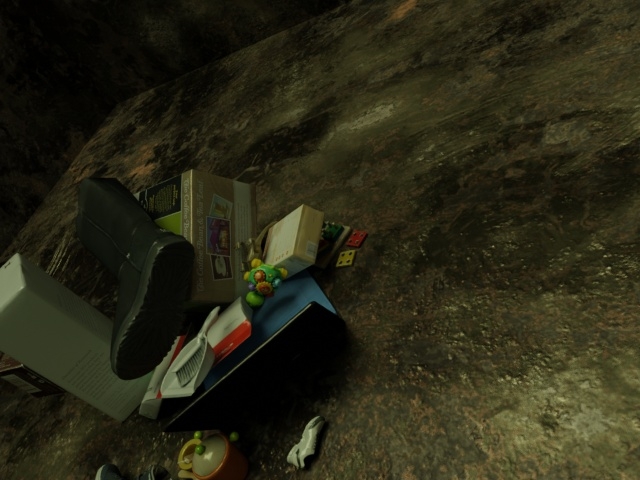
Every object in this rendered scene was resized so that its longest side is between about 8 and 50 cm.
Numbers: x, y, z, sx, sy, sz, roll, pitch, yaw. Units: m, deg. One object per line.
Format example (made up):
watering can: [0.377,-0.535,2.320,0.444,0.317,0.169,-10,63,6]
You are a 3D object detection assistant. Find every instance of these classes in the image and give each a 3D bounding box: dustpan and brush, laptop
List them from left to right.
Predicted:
dustpan and brush: [-0.262,0.231,1.264,0.147,0.060,0.211,-20,25,47]
laptop: [-0.169,0.214,1.337,0.382,0.408,0.236,-41,69,1]

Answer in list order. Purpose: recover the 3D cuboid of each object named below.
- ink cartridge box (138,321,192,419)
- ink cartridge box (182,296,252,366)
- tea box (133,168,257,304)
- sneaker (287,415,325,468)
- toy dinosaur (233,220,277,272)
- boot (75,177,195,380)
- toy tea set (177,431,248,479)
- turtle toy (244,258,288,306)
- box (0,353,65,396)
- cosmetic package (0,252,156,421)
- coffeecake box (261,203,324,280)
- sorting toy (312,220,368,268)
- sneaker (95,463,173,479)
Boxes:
ink cartridge box: [-0.387,0.319,1.472,0.225,0.056,0.181,117,170,-50]
ink cartridge box: [-0.240,0.226,1.355,0.189,0.066,0.232,-41,4,0]
tea box: [-0.350,0.023,1.587,0.323,0.220,0.329,-13,74,42]
sneaker: [-0.019,0.398,1.166,0.043,0.040,0.109,22,71,34]
toy dinosaur: [-0.171,0.024,1.512,0.053,0.092,0.183,5,76,32]
boot: [-0.504,0.074,1.468,0.445,0.146,0.367,31,101,39]
toy tea set: [-0.274,0.529,1.181,0.200,0.124,0.336,-14,43,33]
turtle toy: [-0.141,0.109,1.451,0.130,0.095,0.066,-57,21,35]
box: [-0.882,0.363,1.888,0.167,0.168,0.203,-17,42,32]
cosmetic package: [-0.649,0.257,1.537,0.161,0.453,0.230,-46,35,-8]
coffeecake box: [-0.076,0.011,1.513,0.185,0.068,0.142,-30,43,53]
sorting toy: [0.000,0.000,1.560,0.274,0.046,0.132,15,63,49]
sneaker: [-0.415,0.546,1.330,0.163,0.086,0.226,-43,33,-5]
